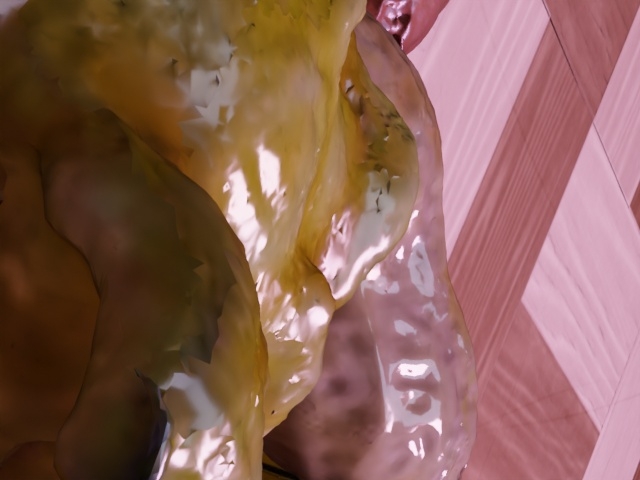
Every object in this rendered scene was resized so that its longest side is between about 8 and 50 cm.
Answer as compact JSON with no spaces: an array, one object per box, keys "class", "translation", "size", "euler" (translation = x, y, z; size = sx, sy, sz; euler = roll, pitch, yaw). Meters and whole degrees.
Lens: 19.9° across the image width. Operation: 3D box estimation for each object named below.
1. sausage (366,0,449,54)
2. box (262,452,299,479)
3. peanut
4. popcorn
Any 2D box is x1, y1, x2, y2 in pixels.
[{"class":"sausage","translation":[0.088,-0.185,1.108],"size":[0.304,0.078,0.078],"euler":[-41,139,-48]},{"class":"box","translation":[0.002,0.204,1.165],"size":[0.220,0.064,0.141],"euler":[18,88,-65]},{"class":"peanut","translation":[0.000,0.000,0.936],"size":[0.149,0.149,0.313],"euler":[-39,128,-50]},{"class":"popcorn","translation":[-0.106,-0.004,0.553],"size":[0.290,0.326,0.321],"euler":[15,98,-49]}]
